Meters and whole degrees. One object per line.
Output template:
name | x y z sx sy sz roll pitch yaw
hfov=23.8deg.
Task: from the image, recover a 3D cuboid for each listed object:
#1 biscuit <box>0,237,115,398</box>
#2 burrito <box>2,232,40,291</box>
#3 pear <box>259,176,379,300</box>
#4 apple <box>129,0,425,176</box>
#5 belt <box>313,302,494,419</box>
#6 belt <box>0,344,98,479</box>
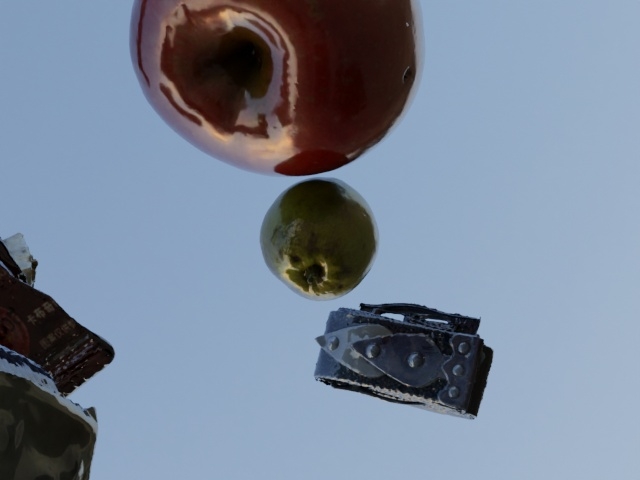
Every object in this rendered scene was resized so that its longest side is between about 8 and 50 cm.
biscuit | -0.287 0.044 1.187 0.151 0.235 0.063 -39 -6 9
burrito | -0.399 0.134 1.308 0.392 0.117 0.076 -33 -43 5
pear | 0.000 0.000 1.343 0.131 0.107 0.107 -70 -27 -51
apple | -0.030 -0.184 1.321 0.216 0.260 0.260 -47 -41 -51
belt | 0.107 0.140 1.887 0.122 0.218 0.129 41 -119 -70
belt | -0.167 0.148 0.636 0.126 0.139 0.231 39 -134 -55
